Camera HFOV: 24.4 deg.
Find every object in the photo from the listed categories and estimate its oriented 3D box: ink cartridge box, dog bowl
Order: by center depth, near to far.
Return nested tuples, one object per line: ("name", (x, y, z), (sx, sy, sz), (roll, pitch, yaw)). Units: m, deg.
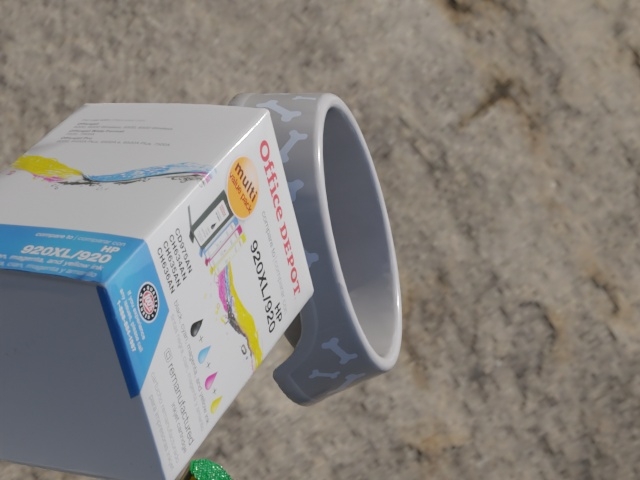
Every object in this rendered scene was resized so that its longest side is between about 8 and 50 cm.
("ink cartridge box", (-0.138, 0.028, 1.044), (0.232, 0.168, 0.171), (-52, 138, -48))
("dog bowl", (0.000, 0.000, 1.593), (0.349, 0.102, 0.348), (-12, 90, -75))

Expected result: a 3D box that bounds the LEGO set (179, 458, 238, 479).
("LEGO set", (-0.084, 0.435, 1.771), (0.331, 0.192, 0.255), (25, 20, -19))
